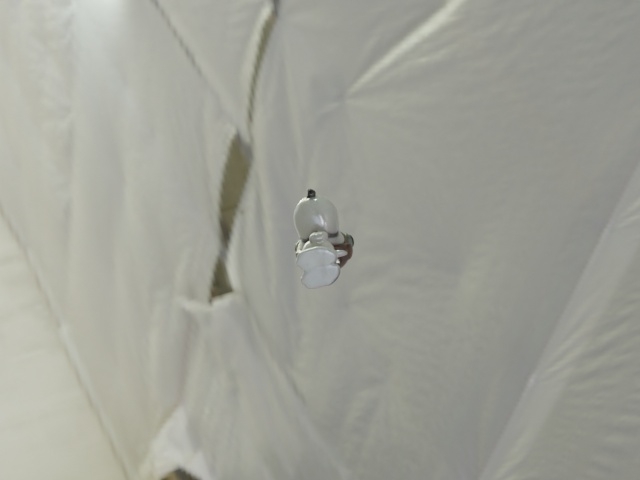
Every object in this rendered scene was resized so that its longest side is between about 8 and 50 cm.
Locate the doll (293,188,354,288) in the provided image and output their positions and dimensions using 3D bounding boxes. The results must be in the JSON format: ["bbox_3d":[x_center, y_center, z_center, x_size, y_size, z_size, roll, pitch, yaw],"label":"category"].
[{"bbox_3d":[0.002,0.006,0.814,0.085,0.040,0.058,-101,175,-53],"label":"doll"}]
